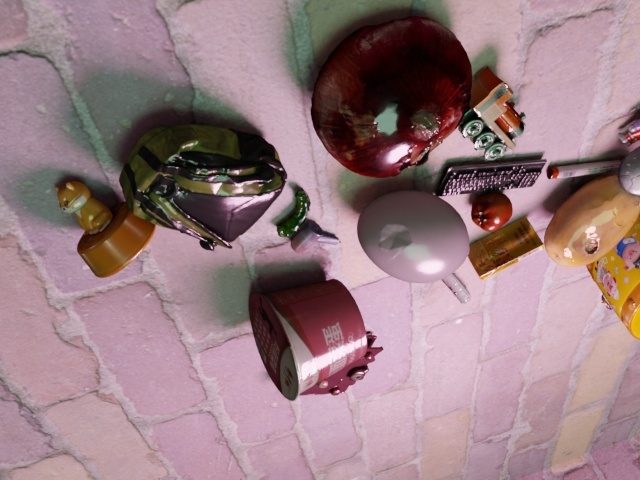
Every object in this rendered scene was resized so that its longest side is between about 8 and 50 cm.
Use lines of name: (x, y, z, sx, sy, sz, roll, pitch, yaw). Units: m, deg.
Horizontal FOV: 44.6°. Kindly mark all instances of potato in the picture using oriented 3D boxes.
potato: (0.586, -0.041, 1.685, 0.150, 0.146, 0.234, 43, 110, -4)

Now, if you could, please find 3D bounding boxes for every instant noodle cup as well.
instant noodle cup: (-0.023, 0.189, 1.610, 0.178, 0.235, 0.235, -19, 144, -21)

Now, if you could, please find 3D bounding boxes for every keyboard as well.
keyboard: (0.342, -0.126, 1.559, 0.230, 0.025, 0.094, -7, 143, -20)

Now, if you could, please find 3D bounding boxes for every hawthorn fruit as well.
hawthorn fruit: (0.358, -0.064, 1.608, 0.093, 0.081, 0.081, -29, 152, -38)

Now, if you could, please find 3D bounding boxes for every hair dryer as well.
hair dryer: (0.000, 0.000, 1.536, 0.114, 0.037, 0.063, 9, 135, -45)

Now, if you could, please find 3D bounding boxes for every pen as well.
pen: (0.582, -0.153, 1.644, 0.239, 0.028, 0.028, -8, 141, -18)

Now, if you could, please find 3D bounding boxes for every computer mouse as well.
computer mouse: (0.713, -0.163, 1.605, 0.229, 0.113, 0.068, -26, 179, -19)

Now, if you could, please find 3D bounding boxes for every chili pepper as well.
chili pepper: (-0.041, -0.049, 1.452, 0.055, 0.035, 0.118, -15, 150, -38)

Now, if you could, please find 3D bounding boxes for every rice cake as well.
rice cake: (0.301, 0.094, 1.800, 0.033, 0.033, 0.207, -34, 141, 11)

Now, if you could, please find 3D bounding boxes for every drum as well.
drum: (0.875, 0.045, 1.885, 0.431, 0.214, 0.431, -15, 143, -11)

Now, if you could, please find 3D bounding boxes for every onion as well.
onion: (0.131, -0.204, 1.218, 0.272, 0.195, 0.272, -15, 134, -16)

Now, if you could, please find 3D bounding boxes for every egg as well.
egg: (0.174, -0.010, 1.491, 0.232, 0.176, 0.176, 19, 127, -35)

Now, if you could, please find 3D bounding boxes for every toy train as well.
toy train: (0.305, -0.218, 1.391, 0.118, 0.074, 0.176, -41, 137, 18)

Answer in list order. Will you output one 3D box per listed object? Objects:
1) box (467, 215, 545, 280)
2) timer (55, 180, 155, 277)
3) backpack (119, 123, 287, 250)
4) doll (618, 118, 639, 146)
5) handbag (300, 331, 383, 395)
box: (0.402, 0.017, 1.713, 0.156, 0.089, 0.022, -27, 142, 8)
timer: (-0.363, -0.036, 1.256, 0.132, 0.132, 0.152, -33, 119, 14)
backpack: (-0.186, -0.088, 1.240, 0.253, 0.140, 0.207, 12, 129, -43)
doll: (0.704, -0.254, 1.543, 0.227, 0.075, 0.102, -33, 157, 29)
handbag: (0.023, 0.304, 1.886, 0.216, 0.074, 0.203, 7, 135, -34)
